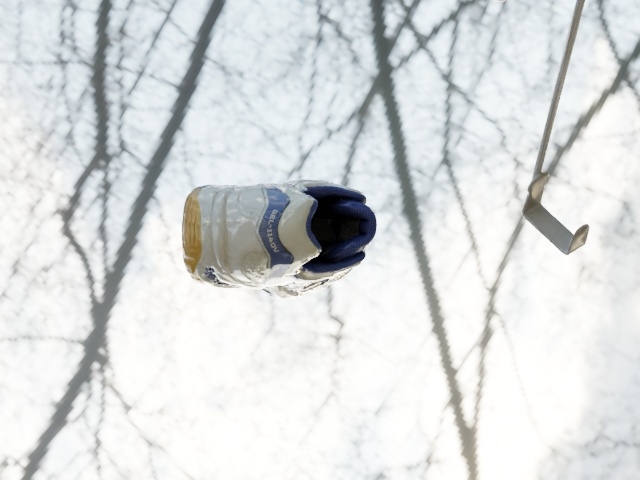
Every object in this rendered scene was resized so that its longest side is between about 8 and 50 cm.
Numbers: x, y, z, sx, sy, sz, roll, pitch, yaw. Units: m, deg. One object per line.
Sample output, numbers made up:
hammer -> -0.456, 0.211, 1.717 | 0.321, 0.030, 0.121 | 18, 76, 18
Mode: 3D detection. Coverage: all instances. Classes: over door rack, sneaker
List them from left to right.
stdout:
sneaker -> 0.000, 0.000, 1.372 | 0.296, 0.131, 0.112 | -10, -83, -65
over door rack -> 0.245, -0.178, 1.202 | 0.239, 0.108, 0.324 | -28, -45, -26
